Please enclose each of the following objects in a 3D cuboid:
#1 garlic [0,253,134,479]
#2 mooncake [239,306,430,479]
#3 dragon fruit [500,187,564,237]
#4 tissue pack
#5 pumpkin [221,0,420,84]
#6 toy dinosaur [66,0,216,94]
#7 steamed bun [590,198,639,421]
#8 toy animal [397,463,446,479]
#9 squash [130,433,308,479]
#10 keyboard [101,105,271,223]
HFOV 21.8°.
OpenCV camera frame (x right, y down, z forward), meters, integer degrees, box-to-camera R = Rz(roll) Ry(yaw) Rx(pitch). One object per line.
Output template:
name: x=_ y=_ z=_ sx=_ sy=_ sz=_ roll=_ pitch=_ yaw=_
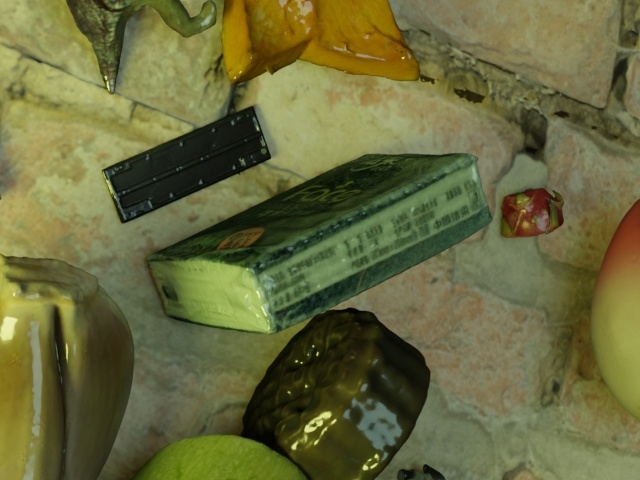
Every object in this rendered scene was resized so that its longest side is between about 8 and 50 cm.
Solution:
garlic: x=-0.279 y=0.206 z=1.624 sx=0.231 sy=0.246 sz=0.340 roll=14 pitch=65 yaw=-41
mooncake: x=0.011 y=0.182 z=1.806 sx=0.124 sy=0.228 sz=0.228 roll=39 pitch=70 yaw=-16
dragon fruit: x=0.267 y=-0.037 z=2.063 sx=0.083 sy=0.060 sz=0.056 roll=-15 pitch=100 yaw=-29
tissue pack: x=0.000 y=0.000 z=1.800 sx=0.315 sy=0.228 sz=0.103 roll=-26 pitch=107 yaw=-30
pumpkin: x=-0.020 y=-0.316 z=1.877 sx=0.258 sy=0.095 sz=0.290 roll=-5 pitch=85 yaw=-34
toy dinosaur: x=-0.217 y=-0.311 z=1.759 sx=0.162 sy=0.077 sz=0.294 roll=-28 pitch=107 yaw=-32
steamed bun: x=0.466 y=0.073 z=2.055 sx=0.309 sy=0.309 sz=0.309 roll=1 pitch=88 yaw=-31
toy animal: x=0.147 y=0.373 z=1.973 sx=0.176 sy=0.073 sz=0.217 roll=3 pitch=82 yaw=-37
squash: x=-0.122 y=0.309 z=1.742 sx=0.220 sy=0.220 sz=0.133 roll=49 pitch=44 yaw=-21
keyboard: x=-0.145 y=-0.084 z=1.842 sx=0.202 sy=0.011 sz=0.067 roll=-26 pitch=100 yaw=-29
